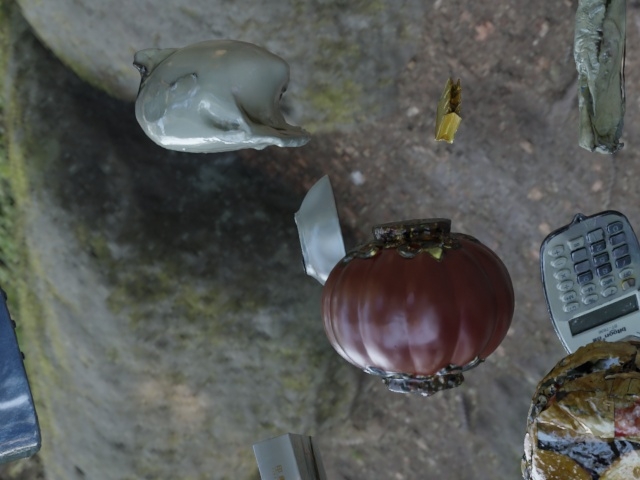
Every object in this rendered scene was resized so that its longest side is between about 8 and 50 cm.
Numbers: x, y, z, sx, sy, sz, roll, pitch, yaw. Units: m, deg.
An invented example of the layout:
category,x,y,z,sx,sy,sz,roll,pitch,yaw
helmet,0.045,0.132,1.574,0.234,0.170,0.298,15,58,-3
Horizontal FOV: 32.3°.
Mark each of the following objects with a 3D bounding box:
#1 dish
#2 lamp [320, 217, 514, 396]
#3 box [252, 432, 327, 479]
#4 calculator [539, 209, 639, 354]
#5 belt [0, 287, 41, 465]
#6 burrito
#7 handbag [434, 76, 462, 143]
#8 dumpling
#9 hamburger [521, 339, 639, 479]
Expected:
category,x,y,z,sx,sy,sz,roll,pitch,yaw
dish,0.000,0.000,1.635,0.190,0.066,0.191,169,90,-89
lamp,0.114,0.080,1.280,0.227,0.227,0.227,32,151,20
box,-0.035,0.387,1.749,0.233,0.067,0.150,50,-155,-75
calculator,0.450,0.070,1.816,0.040,0.177,0.268,-118,8,-61
belt,-0.261,0.089,0.815,0.190,0.082,0.141,91,155,-42
burrito,0.335,-0.214,1.325,0.063,0.230,0.058,-1,172,11
handbag,0.183,-0.185,1.578,0.027,0.083,0.061,10,142,-3
dumpling,-0.073,-0.111,0.887,0.176,0.093,0.150,-2,175,43
hamburger,0.291,0.203,1.010,0.230,0.107,0.231,10,121,16
